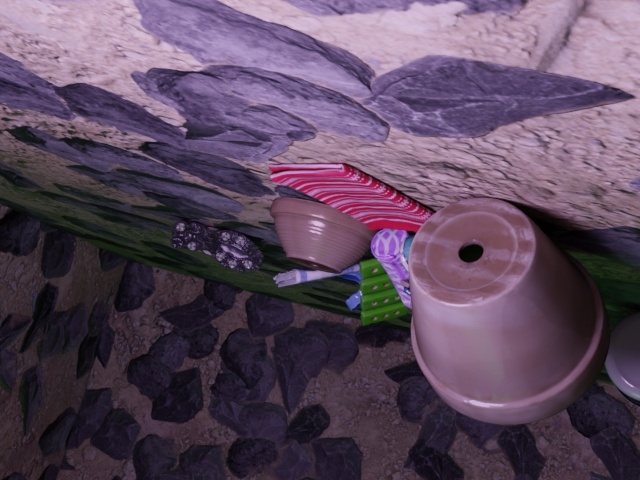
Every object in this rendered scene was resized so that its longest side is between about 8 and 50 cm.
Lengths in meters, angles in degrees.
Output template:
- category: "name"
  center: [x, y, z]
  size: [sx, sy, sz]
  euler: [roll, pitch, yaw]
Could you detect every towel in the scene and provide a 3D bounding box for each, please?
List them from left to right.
- category: "towel"
  center: [0.050, 0.062, 1.880]
  size: [0.285, 0.034, 0.209]
  euler: [-10, 178, -16]
- category: "towel"
  center: [0.068, -0.070, 1.425]
  size: [0.275, 0.031, 0.199]
  euler: [24, 167, -40]

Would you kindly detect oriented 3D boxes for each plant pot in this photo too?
- category: "plant pot"
  center: [0.000, 0.000, 1.709]
  size: [0.237, 0.109, 0.237]
  euler: [16, 170, 3]
- category: "plant pot"
  center: [0.267, 0.085, 1.301]
  size: [0.323, 0.323, 0.280]
  euler: [10, 152, 33]

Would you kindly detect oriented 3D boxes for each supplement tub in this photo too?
- category: "supplement tub"
  center: [0.719, 0.265, 1.793]
  size: [0.191, 0.191, 0.272]
  euler: [11, 169, 26]

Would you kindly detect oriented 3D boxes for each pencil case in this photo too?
- category: "pencil case"
  center: [0.169, 0.061, 1.669]
  size: [0.086, 0.088, 0.206]
  euler: [-8, 139, 27]

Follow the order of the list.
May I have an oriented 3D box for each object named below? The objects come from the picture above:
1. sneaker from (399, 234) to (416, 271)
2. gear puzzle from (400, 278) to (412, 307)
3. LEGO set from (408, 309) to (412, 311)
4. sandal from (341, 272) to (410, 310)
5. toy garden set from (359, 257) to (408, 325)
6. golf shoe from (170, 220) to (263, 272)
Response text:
- category: "sneaker"
  center: [0.280, 0.039, 1.586]
  size: [0.275, 0.107, 0.110]
  euler: [14, 152, -18]
- category: "gear puzzle"
  center: [0.309, 0.145, 1.640]
  size: [0.339, 0.044, 0.175]
  euler: [13, -169, -40]
- category: "LEGO set"
  center: [0.252, 0.155, 2.262]
  size: [0.093, 0.087, 0.227]
  euler: [11, 170, 31]
- category: "sandal"
  center: [0.190, 0.136, 2.109]
  size: [0.317, 0.138, 0.126]
  euler: [12, 168, 12]
- category: "toy garden set"
  center: [0.181, 0.083, 1.824]
  size: [0.204, 0.049, 0.244]
  euler: [-14, 145, -7]
- category: "golf shoe"
  center: [-0.280, 0.006, 2.325]
  size: [0.273, 0.105, 0.120]
  euler: [21, -173, 5]
